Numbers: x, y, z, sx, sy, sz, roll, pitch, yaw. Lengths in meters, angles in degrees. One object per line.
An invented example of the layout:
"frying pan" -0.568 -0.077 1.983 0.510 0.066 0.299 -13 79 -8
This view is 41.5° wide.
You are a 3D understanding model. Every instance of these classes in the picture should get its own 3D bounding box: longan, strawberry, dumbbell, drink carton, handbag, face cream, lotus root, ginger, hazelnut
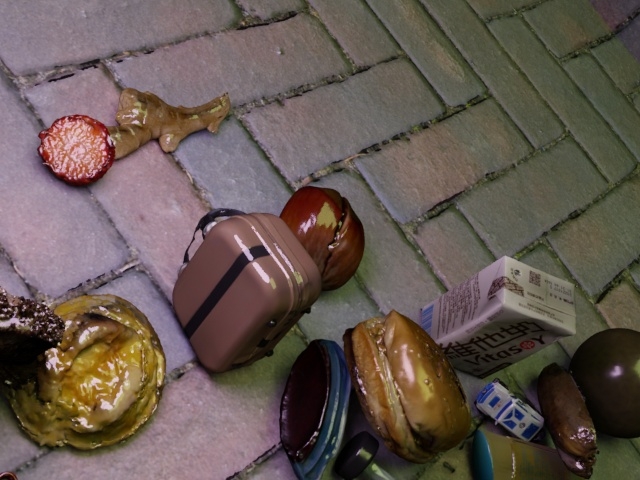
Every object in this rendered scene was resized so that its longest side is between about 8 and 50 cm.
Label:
"longan" 0.720 0.340 2.022 0.258 0.258 0.258 17 54 -25
"strawberry" -0.468 -0.174 1.633 0.145 0.086 0.145 -1 94 -9
"dumbbell" 0.126 0.464 1.629 0.191 0.100 0.100 41 47 -3
"drink carton" 0.374 0.176 1.832 0.194 0.324 0.132 21 56 -19
"handbag" -0.159 0.071 1.562 0.149 0.302 0.283 -13 64 -40
"face cream" 0.452 0.508 1.838 0.285 0.067 0.139 20 63 -24
"lotus root" 0.530 0.385 1.889 0.078 0.167 0.329 2 22 -4
"ginger" -0.336 -0.255 1.791 0.334 0.081 0.147 -13 74 -37
"hazelnut" 0.002 -0.001 1.793 0.212 0.181 0.181 34 27 -25

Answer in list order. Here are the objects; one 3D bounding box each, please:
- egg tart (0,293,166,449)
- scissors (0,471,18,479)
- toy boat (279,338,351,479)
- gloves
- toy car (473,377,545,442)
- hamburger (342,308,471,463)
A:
"egg tart" -0.392 0.211 1.433 0.297 0.132 0.297 13 61 -25
"scissors" -0.563 0.432 1.244 0.144 0.017 0.247 31 50 -13
"toy boat" -0.002 0.326 1.626 0.142 0.129 0.309 53 38 -45
"gloves" -0.526 0.125 1.291 0.210 0.312 0.135 40 68 -41
"toy car" 0.427 0.387 1.879 0.171 0.080 0.070 39 9 -7
"hamburger" 0.175 0.284 1.676 0.284 0.174 0.304 67 11 26
